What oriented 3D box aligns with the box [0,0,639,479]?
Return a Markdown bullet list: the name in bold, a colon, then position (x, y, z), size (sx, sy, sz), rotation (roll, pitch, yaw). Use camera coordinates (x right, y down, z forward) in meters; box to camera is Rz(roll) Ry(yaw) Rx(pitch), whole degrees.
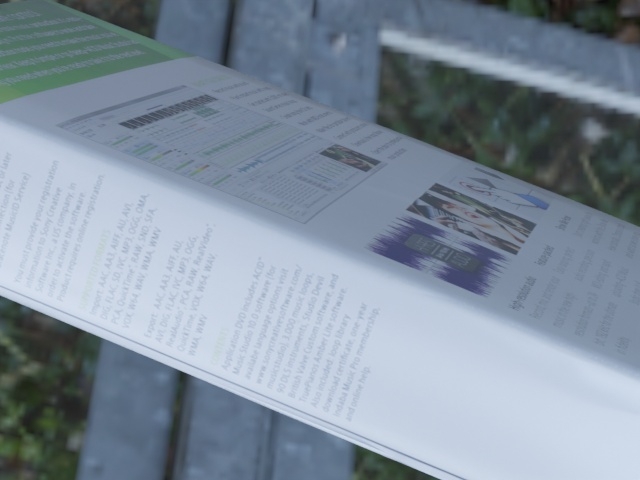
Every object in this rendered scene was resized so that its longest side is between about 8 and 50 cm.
- **box**: position (0.000, 0.000, 0.652), size (0.322, 0.232, 0.058), rotation (23, 103, 8)
